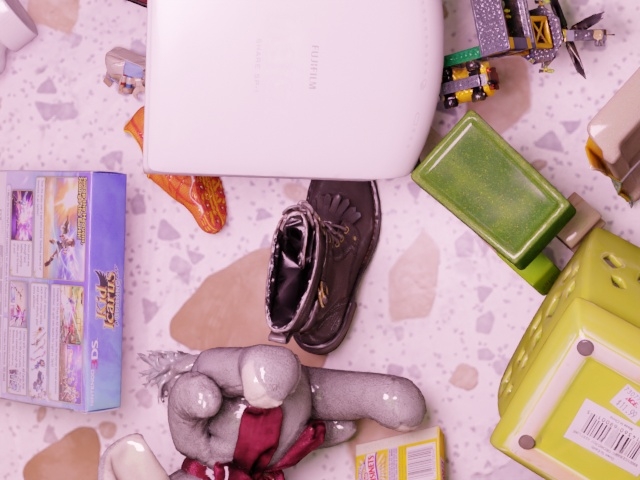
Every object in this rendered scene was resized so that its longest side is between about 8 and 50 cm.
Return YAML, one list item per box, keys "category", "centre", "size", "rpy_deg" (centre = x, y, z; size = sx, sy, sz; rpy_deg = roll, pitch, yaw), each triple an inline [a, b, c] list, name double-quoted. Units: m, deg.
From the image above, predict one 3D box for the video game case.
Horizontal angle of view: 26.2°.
- category: "video game case"
  centre: [-0.331, 0.052, 1.598]
  size: [0.244, 0.061, 0.270]
  rpy_deg: [3, 92, 39]

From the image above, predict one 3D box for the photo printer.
- category: "photo printer"
  centre: [-0.027, -0.187, 1.414]
  size: [0.307, 0.107, 0.256]
  rpy_deg: [2, 108, -7]

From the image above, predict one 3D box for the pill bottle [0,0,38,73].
- category: "pill bottle"
  centre: [-0.453, -0.218, 1.634]
  size: [0.221, 0.121, 0.121]
  rpy_deg: [-36, 85, 3]

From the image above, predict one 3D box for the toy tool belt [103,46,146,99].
- category: "toy tool belt"
  centre: [-0.220, -0.194, 1.638]
  size: [0.083, 0.052, 0.051]
  rpy_deg: [23, 125, 12]

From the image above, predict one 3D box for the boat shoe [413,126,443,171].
- category: "boat shoe"
  centre: [0.121, -0.099, 1.579]
  size: [0.049, 0.042, 0.133]
  rpy_deg: [-36, 85, -17]

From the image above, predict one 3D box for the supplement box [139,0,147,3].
- category: "supplement box"
  centre: [-0.168, -0.321, 1.550]
  size: [0.194, 0.191, 0.129]
  rpy_deg: [21, 95, 9]

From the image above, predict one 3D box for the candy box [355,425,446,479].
- category: "candy box"
  centre: [0.089, 0.303, 1.520]
  size: [0.105, 0.027, 0.206]
  rpy_deg: [-17, 43, 20]

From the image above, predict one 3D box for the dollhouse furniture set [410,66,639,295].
- category: "dollhouse furniture set"
  centre: [0.274, -0.111, 1.487]
  size: [0.301, 0.197, 0.151]
  rpy_deg: [-48, 67, 5]

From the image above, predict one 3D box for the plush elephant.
- category: "plush elephant"
  centre: [-0.094, 0.254, 1.512]
  size: [0.330, 0.272, 0.255]
  rpy_deg: [0, 77, 37]

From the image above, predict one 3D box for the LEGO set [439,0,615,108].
- category: "LEGO set"
  centre: [0.165, -0.308, 1.530]
  size: [0.255, 0.192, 0.331]
  rpy_deg: [-21, 83, 39]

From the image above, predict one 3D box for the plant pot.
- category: "plant pot"
  centre: [0.314, 0.157, 1.430]
  size: [0.228, 0.207, 0.227]
  rpy_deg: [30, 116, 7]

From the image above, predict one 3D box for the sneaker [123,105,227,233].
- category: "sneaker"
  centre: [-0.168, -0.080, 1.628]
  size: [0.067, 0.064, 0.175]
  rpy_deg: [-37, 79, 28]

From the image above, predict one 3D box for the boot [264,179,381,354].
- category: "boot"
  centre: [0.000, 0.000, 1.492]
  size: [0.091, 0.229, 0.263]
  rpy_deg: [5, 76, 11]
